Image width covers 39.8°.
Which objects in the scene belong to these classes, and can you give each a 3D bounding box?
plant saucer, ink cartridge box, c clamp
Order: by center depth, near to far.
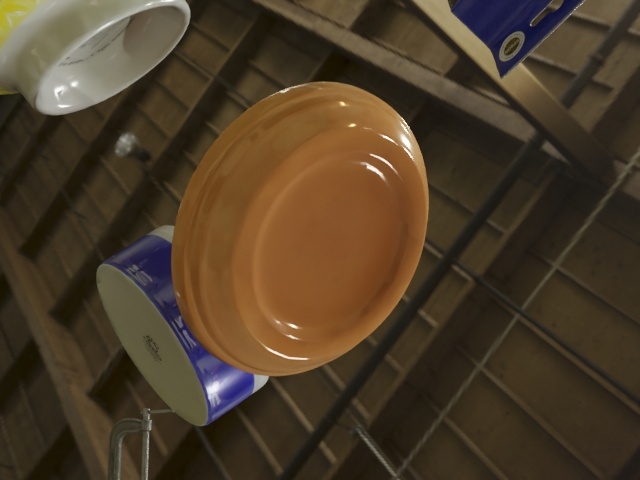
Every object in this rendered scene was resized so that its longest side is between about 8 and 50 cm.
[{"bbox_3d":[0.000,0.000,0.569,0.037,0.200,0.200,29,-93,47],"label":"plant saucer"},{"bbox_3d":[0.207,-0.354,0.985,0.176,0.069,0.371,-45,-145,32],"label":"ink cartridge box"},{"bbox_3d":[-0.300,0.351,1.437,0.137,0.022,0.161,-4,-104,33],"label":"c clamp"}]

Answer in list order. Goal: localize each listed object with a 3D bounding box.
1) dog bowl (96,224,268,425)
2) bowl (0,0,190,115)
[{"bbox_3d":[-0.191,0.118,1.209,0.104,0.265,0.265,-34,-151,-28],"label":"dog bowl"},{"bbox_3d":[-0.170,-0.174,0.550,0.289,0.289,0.156,-37,-93,24],"label":"bowl"}]
